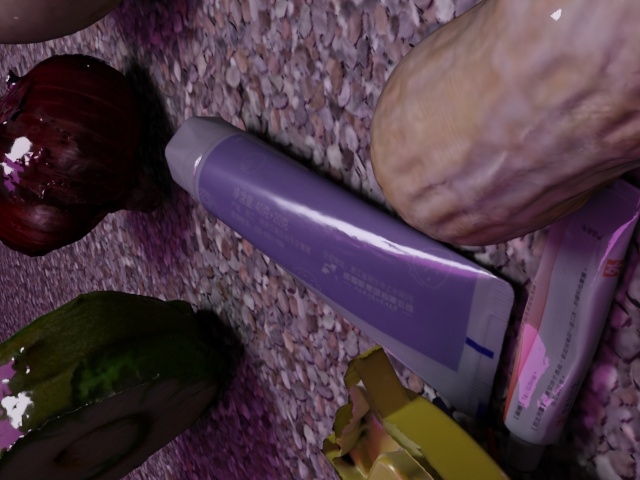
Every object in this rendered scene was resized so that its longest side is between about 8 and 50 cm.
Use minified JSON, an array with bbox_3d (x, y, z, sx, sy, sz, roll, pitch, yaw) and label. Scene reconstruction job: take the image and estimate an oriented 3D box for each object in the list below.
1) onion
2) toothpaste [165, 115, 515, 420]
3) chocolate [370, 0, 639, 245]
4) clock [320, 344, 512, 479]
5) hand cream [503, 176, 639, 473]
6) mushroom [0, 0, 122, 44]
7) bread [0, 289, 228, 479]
[{"bbox_3d":[-0.287,-0.089,1.021,0.252,0.219,0.252,-55,15,22],"label":"onion"},{"bbox_3d":[0.000,0.000,0.710,0.371,0.080,0.125,36,134,39],"label":"toothpaste"},{"bbox_3d":[0.124,-0.082,0.407,0.134,0.134,0.309,66,150,12],"label":"chocolate"},{"bbox_3d":[0.108,0.220,0.623,0.293,0.071,0.277,57,161,16],"label":"clock"},{"bbox_3d":[0.145,0.054,0.536,0.052,0.038,0.216,22,121,24],"label":"hand cream"},{"bbox_3d":[-0.302,-0.381,0.867,0.362,0.295,0.362,9,111,26],"label":"mushroom"},{"bbox_3d":[-0.298,0.201,0.996,0.129,0.382,0.366,56,159,20],"label":"bread"}]
